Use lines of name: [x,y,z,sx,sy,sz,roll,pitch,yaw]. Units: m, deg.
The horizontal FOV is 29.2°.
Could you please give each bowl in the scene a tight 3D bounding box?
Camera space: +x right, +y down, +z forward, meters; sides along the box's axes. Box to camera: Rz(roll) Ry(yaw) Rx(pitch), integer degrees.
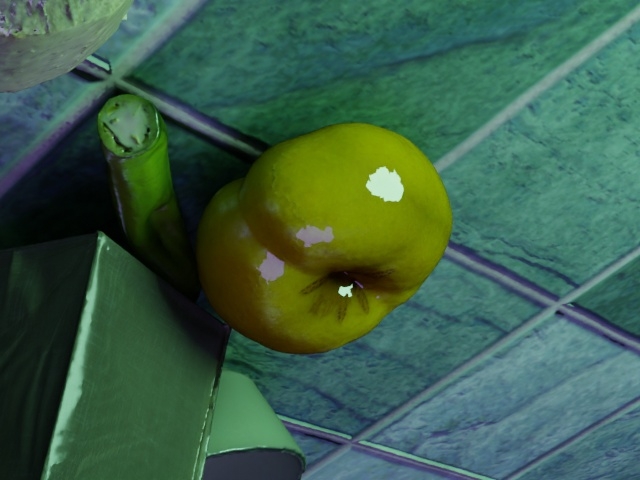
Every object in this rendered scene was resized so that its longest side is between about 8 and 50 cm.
bowl: [-0.125,0.164,0.965,0.211,0.112,0.211,-17,152,-9]

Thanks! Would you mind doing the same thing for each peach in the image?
peach: [0.000,0.000,0.812,0.179,0.103,0.179,-20,147,-14]

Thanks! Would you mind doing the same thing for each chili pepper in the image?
chili pepper: [-0.109,-0.025,0.783,0.050,0.052,0.202,13,151,11]

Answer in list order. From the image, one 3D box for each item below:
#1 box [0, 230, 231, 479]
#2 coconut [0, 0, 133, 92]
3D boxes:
box: [-0.175,0.136,0.788,0.155,0.231,0.149,-7,149,30]
coconut: [-0.146,-0.139,0.529,0.147,0.147,0.152,-1,171,-22]
